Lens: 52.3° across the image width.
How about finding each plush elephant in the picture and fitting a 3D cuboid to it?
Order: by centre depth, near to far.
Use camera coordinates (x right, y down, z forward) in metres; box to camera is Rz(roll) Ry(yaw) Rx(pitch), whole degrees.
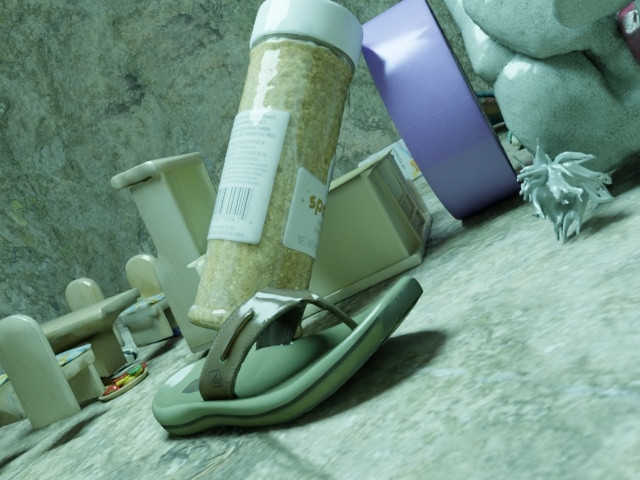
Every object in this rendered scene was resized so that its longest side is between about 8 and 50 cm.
[{"bbox_3d":[0.273,-0.185,0.551,0.255,0.272,0.330,-41,26,39],"label":"plush elephant"}]

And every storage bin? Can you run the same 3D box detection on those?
[{"bbox_3d":[0.000,0.000,0.876,0.262,0.123,0.260,-28,6,18],"label":"storage bin"}]

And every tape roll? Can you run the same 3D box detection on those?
[{"bbox_3d":[0.152,-0.166,0.818,0.090,0.274,0.275,-26,7,18],"label":"tape roll"}]

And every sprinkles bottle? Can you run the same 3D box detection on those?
[{"bbox_3d":[-0.045,-0.074,0.693,0.121,0.355,0.121,11,-9,2],"label":"sprinkles bottle"}]

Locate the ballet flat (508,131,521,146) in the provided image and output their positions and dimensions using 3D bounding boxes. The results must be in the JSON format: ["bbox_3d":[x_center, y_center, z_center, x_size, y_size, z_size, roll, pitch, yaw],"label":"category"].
[{"bbox_3d":[0.377,-0.200,1.192,0.052,0.057,0.168,3,22,19],"label":"ballet flat"}]

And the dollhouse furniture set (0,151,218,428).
[{"bbox_3d":[-0.323,0.066,0.954,0.394,0.256,0.362,-21,7,14],"label":"dollhouse furniture set"}]

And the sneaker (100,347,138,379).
[{"bbox_3d":[-0.357,0.220,1.146,0.083,0.032,0.037,-31,21,12],"label":"sneaker"}]

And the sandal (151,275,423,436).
[{"bbox_3d":[-0.053,0.090,0.533,0.303,0.086,0.120,-24,8,36],"label":"sandal"}]

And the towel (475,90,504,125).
[{"bbox_3d":[0.383,-0.309,1.601,0.272,0.040,0.370,-5,1,-16],"label":"towel"}]

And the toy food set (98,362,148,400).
[{"bbox_3d":[-0.292,0.208,0.963,0.083,0.020,0.083,-31,6,-22],"label":"toy food set"}]

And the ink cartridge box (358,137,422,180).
[{"bbox_3d":[0.196,-0.191,1.618,0.181,0.104,0.062,-33,7,-23],"label":"ink cartridge box"}]

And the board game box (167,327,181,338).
[{"bbox_3d":[-0.239,0.123,1.314,0.243,0.042,0.165,-34,8,-39],"label":"board game box"}]
